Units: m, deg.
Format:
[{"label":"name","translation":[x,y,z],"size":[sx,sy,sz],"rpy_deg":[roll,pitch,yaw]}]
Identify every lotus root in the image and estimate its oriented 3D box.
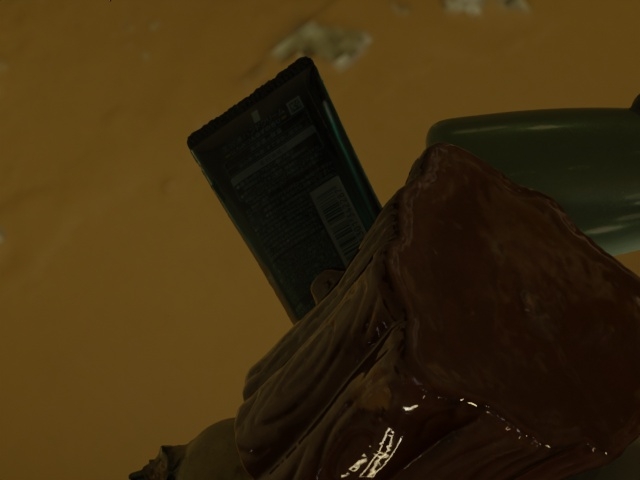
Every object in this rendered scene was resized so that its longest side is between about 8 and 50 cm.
[{"label":"lotus root","translation":[-0.049,0.200,1.417],"size":[0.125,0.221,0.118],"rpy_deg":[-58,157,-22]}]

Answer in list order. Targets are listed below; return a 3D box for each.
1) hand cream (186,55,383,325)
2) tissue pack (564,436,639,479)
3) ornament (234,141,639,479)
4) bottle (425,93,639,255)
[{"label":"hand cream","translation":[0.000,0.000,1.398],"size":[0.120,0.270,0.061],"rpy_deg":[-34,159,16]},{"label":"tissue pack","translation":[0.194,0.334,1.241],"size":[0.380,0.297,0.207],"rpy_deg":[-50,-158,-3]},{"label":"ornament","translation":[0.065,0.088,1.193],"size":[0.235,0.221,0.217],"rpy_deg":[-18,159,-44]},{"label":"bottle","translation":[0.285,-0.061,1.947],"size":[0.347,0.168,0.168],"rpy_deg":[-7,-164,4]}]
